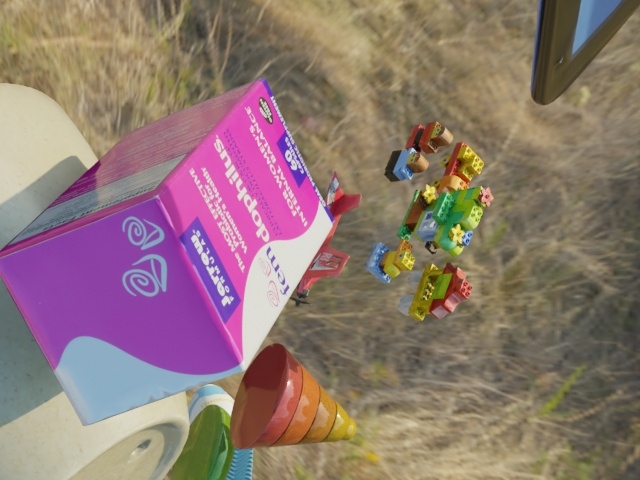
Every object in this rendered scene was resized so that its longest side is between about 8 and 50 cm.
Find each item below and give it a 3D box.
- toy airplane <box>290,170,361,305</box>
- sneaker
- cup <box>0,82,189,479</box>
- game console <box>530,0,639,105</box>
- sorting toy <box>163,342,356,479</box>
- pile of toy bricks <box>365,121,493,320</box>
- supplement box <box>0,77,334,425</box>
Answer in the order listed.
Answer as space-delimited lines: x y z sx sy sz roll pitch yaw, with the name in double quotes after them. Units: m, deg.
0.000 0.000 1.626 0.028 0.151 0.151 23 84 -31 "toy airplane"
-0.134 0.285 1.888 0.087 0.092 0.228 -3 125 -23 "sneaker"
-0.226 0.094 1.025 0.331 0.331 0.237 -43 73 -8 "cup"
0.219 -0.157 0.572 0.250 0.293 0.173 8 77 8 "game console"
-0.080 0.253 1.716 0.126 0.365 0.127 23 46 -21 "sorting toy"
0.133 -0.031 1.582 0.118 0.105 0.212 43 56 -34 "pile of toy bricks"
-0.084 0.000 0.900 0.114 0.220 0.111 -20 107 22 "supplement box"
